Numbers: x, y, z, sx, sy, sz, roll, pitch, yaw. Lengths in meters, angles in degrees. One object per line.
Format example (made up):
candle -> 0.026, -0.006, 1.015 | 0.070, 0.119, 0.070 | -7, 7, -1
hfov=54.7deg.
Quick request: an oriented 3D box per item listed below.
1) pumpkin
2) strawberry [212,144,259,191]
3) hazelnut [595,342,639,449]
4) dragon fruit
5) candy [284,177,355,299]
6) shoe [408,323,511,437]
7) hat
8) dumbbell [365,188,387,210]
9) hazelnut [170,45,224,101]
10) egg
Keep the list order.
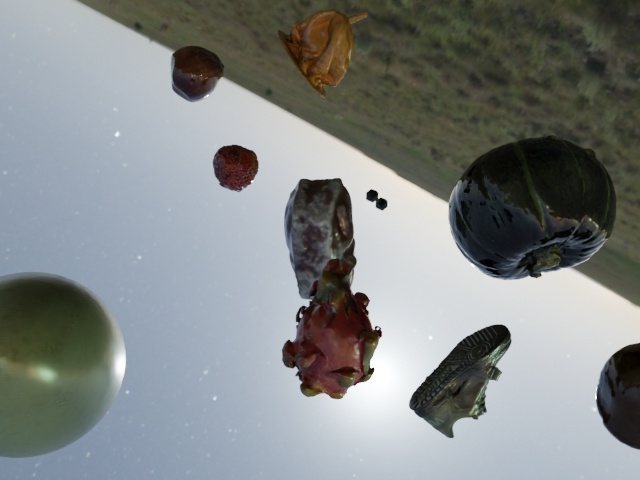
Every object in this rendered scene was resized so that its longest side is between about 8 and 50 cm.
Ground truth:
pumpkin -> 0.422, -0.061, 1.245 | 0.323, 0.323, 0.242 | 21, -133, -39
strawberry -> -0.146, -0.125, 1.055 | 0.083, 0.083, 0.096 | 30, 176, 8
hazelnut -> 0.661, 0.295, 1.224 | 0.217, 0.234, 0.218 | 20, -133, -24
dragon fruit -> 0.022, 0.120, 0.890 | 0.133, 0.208, 0.150 | 6, -176, -29
candy -> 0.000, 0.000, 1.382 | 0.157, 0.290, 0.214 | 3, -152, 12
shoe -> 0.354, 0.336, 1.447 | 0.149, 0.293, 0.109 | 50, 179, -15
hat -> 0.039, -0.563, 1.739 | 0.234, 0.233, 0.244 | 57, -163, 4
dumbbell -> 0.168, -0.121, 1.844 | 0.035, 0.040, 0.083 | -12, 151, 32
hazelnut -> -0.309, -0.419, 1.553 | 0.143, 0.143, 0.154 | 25, -169, -22
egg -> -0.344, 0.144, 0.730 | 0.218, 0.219, 0.295 | 26, 162, -12
